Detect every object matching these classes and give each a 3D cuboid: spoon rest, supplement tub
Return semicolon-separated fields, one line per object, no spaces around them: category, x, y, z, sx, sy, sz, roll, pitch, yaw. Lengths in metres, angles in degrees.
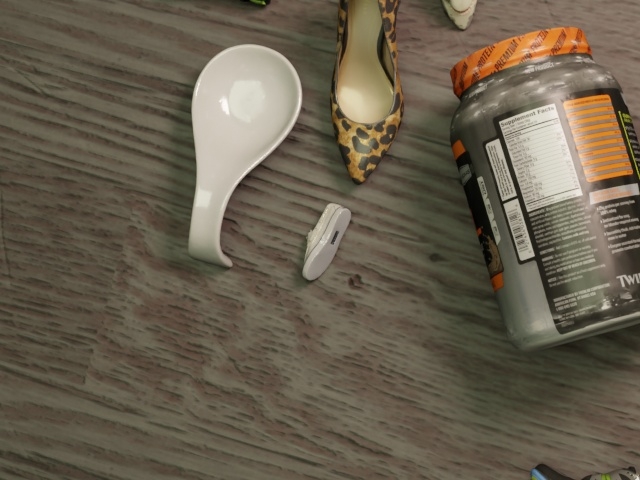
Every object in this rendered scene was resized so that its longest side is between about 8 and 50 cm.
spoon rest;-0.107;-0.107;1.938;0.137;0.084;0.276;13;88;11
supplement tub;0.271;-0.057;1.800;0.207;0.207;0.338;-16;81;9

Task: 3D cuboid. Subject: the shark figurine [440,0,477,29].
shark figurine;0.214;-0.402;1.878;0.278;0.116;0.166;-40;117;21

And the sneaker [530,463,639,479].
sneaker;0.336;0.297;1.834;0.188;0.067;0.078;15;66;13

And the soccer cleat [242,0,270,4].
soccer cleat;-0.100;-0.326;1.971;0.179;0.060;0.072;-12;84;6

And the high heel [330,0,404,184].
high heel;0.047;-0.204;1.865;0.093;0.186;0.261;7;86;11

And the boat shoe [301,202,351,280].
boat shoe;0.000;0.000;1.936;0.035;0.035;0.100;29;95;39
